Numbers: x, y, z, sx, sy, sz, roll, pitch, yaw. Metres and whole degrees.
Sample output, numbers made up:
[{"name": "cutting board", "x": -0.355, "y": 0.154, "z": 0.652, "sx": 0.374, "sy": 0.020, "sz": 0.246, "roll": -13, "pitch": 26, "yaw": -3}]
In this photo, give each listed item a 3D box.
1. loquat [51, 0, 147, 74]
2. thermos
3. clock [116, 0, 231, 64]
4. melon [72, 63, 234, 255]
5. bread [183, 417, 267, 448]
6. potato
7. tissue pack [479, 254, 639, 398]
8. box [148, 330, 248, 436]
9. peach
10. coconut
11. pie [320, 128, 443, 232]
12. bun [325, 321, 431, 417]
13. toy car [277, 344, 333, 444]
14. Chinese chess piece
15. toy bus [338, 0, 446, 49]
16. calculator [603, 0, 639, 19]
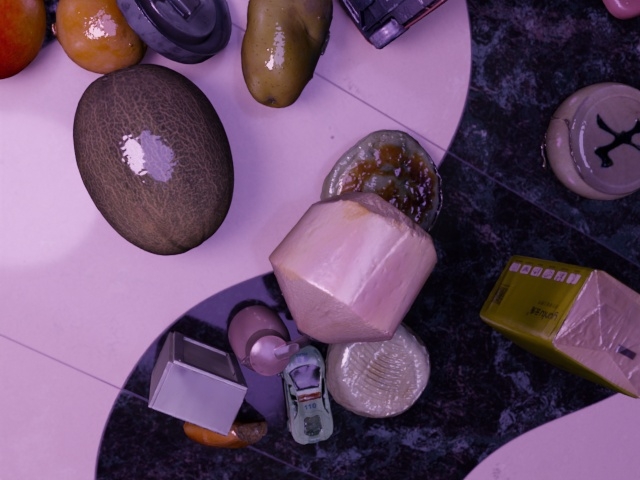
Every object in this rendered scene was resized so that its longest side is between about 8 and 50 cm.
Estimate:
[{"name": "loquat", "x": -0.349, "y": -0.345, "z": 1.107, "sx": 0.163, "sy": 0.137, "sz": 0.163, "roll": 1, "pitch": 79, "yaw": -3}, {"name": "thermos", "x": -0.082, "y": 0.172, "z": 1.171, "sx": 0.137, "sy": 0.193, "sz": 0.105, "roll": -13, "pitch": 95, "yaw": -11}, {"name": "clock", "x": -0.238, "y": -0.389, "z": 1.110, "sx": 0.215, "sy": 0.042, "sz": 0.215, "roll": 26, "pitch": 52, "yaw": -40}, {"name": "melon", "x": -0.259, "y": -0.126, "z": 1.093, "sx": 0.237, "sy": 0.237, "sz": 0.302, "roll": -22, "pitch": 98, "yaw": -10}, {"name": "bread", "x": -0.157, "y": 0.337, "z": 1.197, "sx": 0.154, "sy": 0.136, "sz": 0.054, "roll": 3, "pitch": 76, "yaw": -15}, {"name": "potato", "x": -0.057, "y": -0.345, "z": 1.154, "sx": 0.143, "sy": 0.169, "sz": 0.248, "roll": 10, "pitch": 81, "yaw": 17}, {"name": "tissue pack", "x": 0.454, "y": 0.145, "z": 1.239, "sx": 0.200, "sy": 0.274, "sz": 0.167, "roll": 30, "pitch": 88, "yaw": -12}, {"name": "box", "x": -0.205, "y": 0.229, "z": 1.132, "sx": 0.129, "sy": 0.225, "sz": 0.086, "roll": 24, "pitch": 89, "yaw": -13}, {"name": "peach", "x": -0.519, "y": -0.338, "z": 1.049, "sx": 0.197, "sy": 0.197, "sz": 0.198, "roll": -1, "pitch": 94, "yaw": -12}, {"name": "coconut", "x": 0.046, "y": 0.054, "z": 1.112, "sx": 0.239, "sy": 0.239, "sz": 0.244, "roll": 38, "pitch": 84, "yaw": -12}, {"name": "pie", "x": 0.118, "y": -0.090, "z": 1.259, "sx": 0.240, "sy": 0.054, "sz": 0.241, "roll": -3, "pitch": 98, "yaw": -19}, {"name": "bun", "x": 0.101, "y": 0.226, "z": 1.249, "sx": 0.195, "sy": 0.118, "sz": 0.196, "roll": 0, "pitch": 89, "yaw": -14}, {"name": "toy car", "x": -0.027, "y": 0.285, "z": 1.260, "sx": 0.093, "sy": 0.058, "sz": 0.186, "roll": -8, "pitch": 96, "yaw": -9}, {"name": "Chinese chess piece", "x": 0.552, "y": -0.190, "z": 1.331, "sx": 0.237, "sy": 0.092, "sz": 0.238, "roll": -1, "pitch": 95, "yaw": -11}, {"name": "toy bus", "x": 0.174, "y": -0.481, "z": 1.068, "sx": 0.233, "sy": 0.427, "sz": 0.203, "roll": -39, "pitch": 101, "yaw": -18}, {"name": "calculator", "x": 0.664, "y": -0.579, "z": 1.350, "sx": 0.329, "sy": 0.048, "sz": 0.220, "roll": -33, "pitch": 101, "yaw": -5}]
